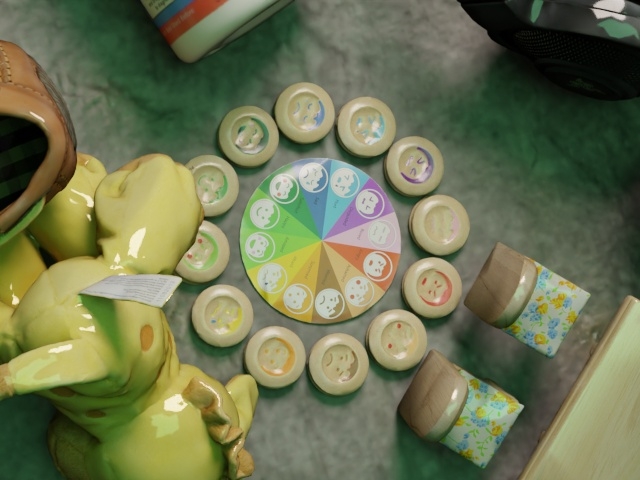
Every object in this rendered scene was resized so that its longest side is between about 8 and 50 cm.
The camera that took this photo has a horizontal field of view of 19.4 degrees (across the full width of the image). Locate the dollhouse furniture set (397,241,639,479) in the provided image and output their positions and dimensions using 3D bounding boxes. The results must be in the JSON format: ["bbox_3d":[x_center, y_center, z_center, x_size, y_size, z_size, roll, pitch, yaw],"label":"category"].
[{"bbox_3d":[0.200,0.067,1.041,0.212,0.161,0.242,30,93,-10],"label":"dollhouse furniture set"}]

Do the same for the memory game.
[{"bbox_3d":[0.000,0.000,1.100,0.186,0.012,0.186,2,83,-15],"label":"memory game"}]

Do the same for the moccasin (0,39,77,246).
[{"bbox_3d":[-0.298,0.020,0.928,0.380,0.147,0.139,-19,104,-4],"label":"moccasin"}]

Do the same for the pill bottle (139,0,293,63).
[{"bbox_3d":[-0.087,-0.221,1.043,0.124,0.124,0.221,-35,94,-16],"label":"pill bottle"}]

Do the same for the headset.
[{"bbox_3d":[0.221,-0.180,1.089,0.394,0.185,0.243,44,75,-24],"label":"headset"}]

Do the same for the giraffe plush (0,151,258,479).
[{"bbox_3d":[-0.106,0.071,0.999,0.181,0.210,0.170,-39,123,-19],"label":"giraffe plush"}]
